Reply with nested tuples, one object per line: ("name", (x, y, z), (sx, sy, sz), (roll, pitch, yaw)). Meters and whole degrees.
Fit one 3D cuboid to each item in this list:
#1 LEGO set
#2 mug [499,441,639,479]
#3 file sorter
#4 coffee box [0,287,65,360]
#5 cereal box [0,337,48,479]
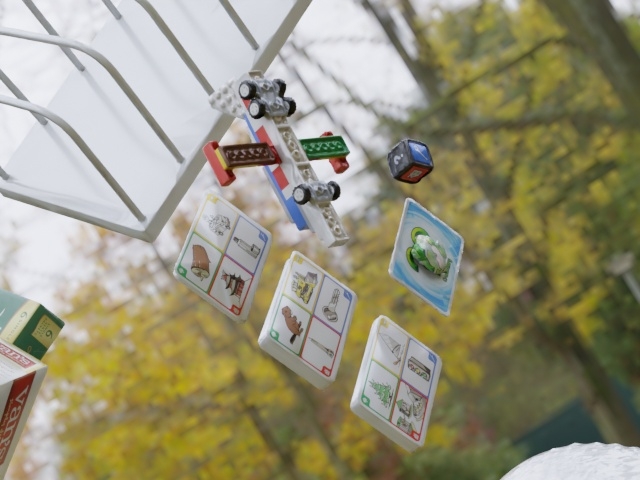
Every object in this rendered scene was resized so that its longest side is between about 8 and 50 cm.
("LEGO set", (0.000, 0.000, 1.162), (0.060, 0.182, 0.244), (-40, 22, 38))
("mug", (0.225, 0.340, 1.629), (0.374, 0.276, 0.328), (-32, 21, -8))
("file sorter", (-0.181, -0.175, 1.665), (0.278, 0.193, 0.173), (-59, -40, -19))
("coffee box", (-0.321, 0.089, 1.712), (0.113, 0.184, 0.040), (-56, -47, -16))
("cereal box", (-0.242, 0.152, 1.003), (0.173, 0.047, 0.240), (-66, -15, 16))
